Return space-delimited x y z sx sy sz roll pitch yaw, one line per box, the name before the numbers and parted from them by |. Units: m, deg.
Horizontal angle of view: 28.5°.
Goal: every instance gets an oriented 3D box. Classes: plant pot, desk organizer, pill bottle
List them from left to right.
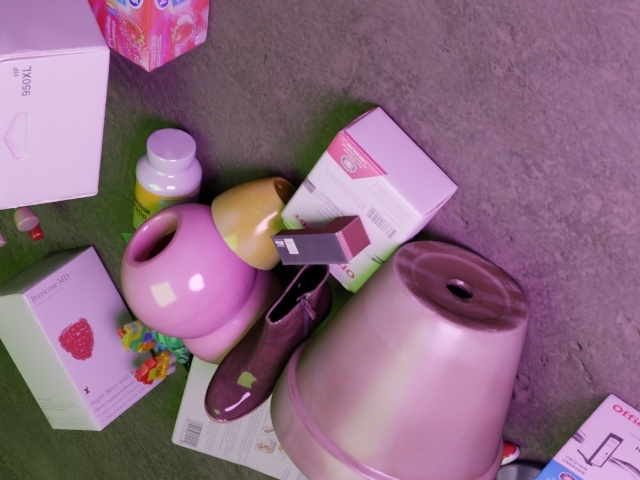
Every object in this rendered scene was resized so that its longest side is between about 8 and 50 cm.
pill bottle | -0.238 -0.081 1.955 0.103 0.103 0.184 34 139 21
plant pot | -0.077 -0.039 1.826 0.095 0.134 0.134 -38 90 25
desk organizer | 0.000 0.000 1.675 0.130 0.050 0.047 -2 119 47
plant pot | 0.129 0.163 1.657 0.323 0.323 0.280 35 123 20

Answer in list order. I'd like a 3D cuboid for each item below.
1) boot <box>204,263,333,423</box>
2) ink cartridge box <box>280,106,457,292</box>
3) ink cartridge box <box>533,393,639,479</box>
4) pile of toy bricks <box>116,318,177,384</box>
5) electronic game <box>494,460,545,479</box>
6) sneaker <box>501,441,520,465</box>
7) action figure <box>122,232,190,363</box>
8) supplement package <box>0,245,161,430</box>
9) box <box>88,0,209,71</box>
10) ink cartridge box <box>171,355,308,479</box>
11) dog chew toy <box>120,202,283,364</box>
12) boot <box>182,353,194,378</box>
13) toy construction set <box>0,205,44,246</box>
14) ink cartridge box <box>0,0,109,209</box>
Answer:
boot | -0.078 0.137 1.757 0.090 0.248 0.207 39 164 12
ink cartridge box | 0.060 -0.050 1.689 0.158 0.092 0.218 47 141 6
ink cartridge box | 0.365 0.307 1.578 0.148 0.203 0.086 34 137 21
pile of toy bricks | -0.305 0.153 2.186 0.118 0.105 0.212 46 138 28
electronic game | 0.333 0.421 1.825 0.229 0.048 0.229 34 140 34
sneaker | 0.232 0.287 1.827 0.118 0.042 0.067 -3 121 49
action figure | -0.243 0.092 2.078 0.137 0.063 0.232 -3 102 12
supplement package | -0.459 0.183 2.332 0.175 0.177 0.293 -8 114 49
box | -0.231 -0.377 1.696 0.128 0.123 0.256 33 139 23
ink cartridge box | -0.106 0.290 2.154 0.261 0.066 0.296 19 138 -1
dog chew toy | -0.150 0.095 1.919 0.207 0.206 0.332 1 143 45
boot | -0.198 0.242 2.224 0.121 0.045 0.099 -4 115 55
toy construction set | -0.558 -0.160 2.164 0.237 0.258 0.309 56 156 23
ink cartridge box | -0.439 -0.283 1.817 0.285 0.166 0.395 105 148 -46
